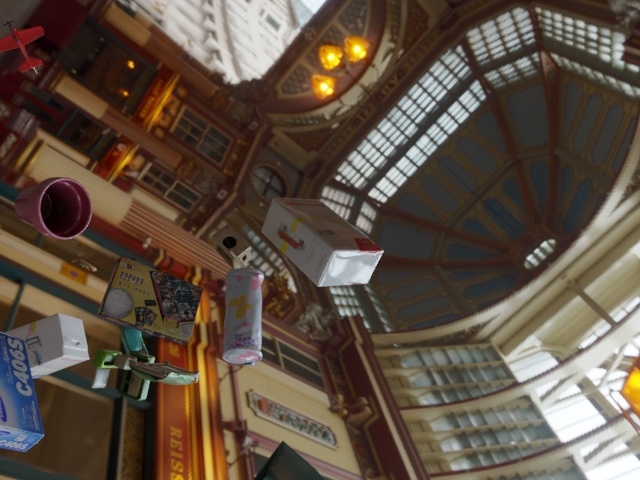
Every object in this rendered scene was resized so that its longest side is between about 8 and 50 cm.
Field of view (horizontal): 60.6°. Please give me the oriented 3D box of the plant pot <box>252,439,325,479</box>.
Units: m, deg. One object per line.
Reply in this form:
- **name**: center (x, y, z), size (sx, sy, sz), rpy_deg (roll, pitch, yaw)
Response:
- **plant pot**: center (-0.065, 0.677, 1.395), size (0.166, 0.234, 0.166), rpy_deg (-55, 178, 14)

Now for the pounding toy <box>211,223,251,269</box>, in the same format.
- **pounding toy**: center (-0.300, 0.042, 2.028), size (0.094, 0.206, 0.181), rpy_deg (-40, 166, -19)

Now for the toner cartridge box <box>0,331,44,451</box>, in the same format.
- **toner cartridge box**: center (-0.875, 0.397, 1.497), size (0.075, 0.165, 0.348), rpy_deg (-40, -127, 3)

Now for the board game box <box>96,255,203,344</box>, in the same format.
- **board game box**: center (-0.448, 0.164, 1.467), size (0.042, 0.243, 0.165), rpy_deg (-28, -137, 49)

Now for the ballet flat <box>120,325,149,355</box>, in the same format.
- **ballet flat**: center (-0.688, 0.416, 2.048), size (0.087, 0.083, 0.248), rpy_deg (-164, -117, -68)

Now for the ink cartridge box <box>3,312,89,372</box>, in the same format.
- **ink cartridge box**: center (-1.018, 0.394, 2.034), size (0.232, 0.171, 0.168), rpy_deg (-20, -108, 2)

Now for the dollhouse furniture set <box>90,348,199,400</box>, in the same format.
- **dollhouse furniture set**: center (-0.575, 0.468, 1.793), size (0.301, 0.197, 0.152), rpy_deg (10, -98, 24)

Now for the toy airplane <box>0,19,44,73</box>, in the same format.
- **toy airplane**: center (-0.847, -0.544, 1.550), size (0.151, 0.151, 0.028), rpy_deg (-52, -159, 7)

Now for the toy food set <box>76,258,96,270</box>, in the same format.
- **toy food set**: center (-0.913, 0.098, 2.139), size (0.020, 0.082, 0.083), rpy_deg (-58, -150, -11)

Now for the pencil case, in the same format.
- **pencil case**: center (-0.219, 0.213, 1.562), size (0.113, 0.124, 0.273), rpy_deg (-3, -123, 1)

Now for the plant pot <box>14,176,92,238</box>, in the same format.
- **plant pot**: center (-0.895, -0.110, 1.809), size (0.180, 0.201, 0.202), rpy_deg (5, -117, 29)

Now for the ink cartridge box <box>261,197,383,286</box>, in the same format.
- **ink cartridge box**: center (0.000, 0.000, 2.086), size (0.384, 0.279, 0.161), rpy_deg (42, -62, 37)
